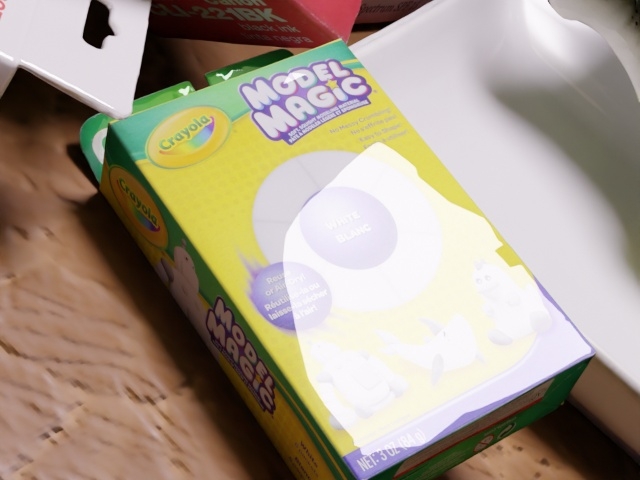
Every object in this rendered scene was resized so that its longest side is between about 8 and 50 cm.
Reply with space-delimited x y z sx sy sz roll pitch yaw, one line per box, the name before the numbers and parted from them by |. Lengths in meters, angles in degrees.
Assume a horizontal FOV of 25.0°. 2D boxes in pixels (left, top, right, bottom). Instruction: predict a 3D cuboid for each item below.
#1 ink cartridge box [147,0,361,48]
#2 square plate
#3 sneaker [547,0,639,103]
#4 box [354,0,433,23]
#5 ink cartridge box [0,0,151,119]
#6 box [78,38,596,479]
ink cartridge box | -0.073 -0.218 0.515 0.114 0.197 0.273 11 -14 40
square plate | 0.167 0.011 0.711 0.347 0.049 0.344 42 29 4
sneaker | 0.248 -0.028 0.708 0.147 0.145 0.385 -23 65 -23
box | 0.051 -0.237 0.732 0.127 0.232 0.148 48 31 16
ink cartridge box | -0.150 -0.085 0.472 0.180 0.060 0.104 28 31 -19
box | 0.000 0.000 0.506 0.105 0.043 0.179 -24 62 -28
